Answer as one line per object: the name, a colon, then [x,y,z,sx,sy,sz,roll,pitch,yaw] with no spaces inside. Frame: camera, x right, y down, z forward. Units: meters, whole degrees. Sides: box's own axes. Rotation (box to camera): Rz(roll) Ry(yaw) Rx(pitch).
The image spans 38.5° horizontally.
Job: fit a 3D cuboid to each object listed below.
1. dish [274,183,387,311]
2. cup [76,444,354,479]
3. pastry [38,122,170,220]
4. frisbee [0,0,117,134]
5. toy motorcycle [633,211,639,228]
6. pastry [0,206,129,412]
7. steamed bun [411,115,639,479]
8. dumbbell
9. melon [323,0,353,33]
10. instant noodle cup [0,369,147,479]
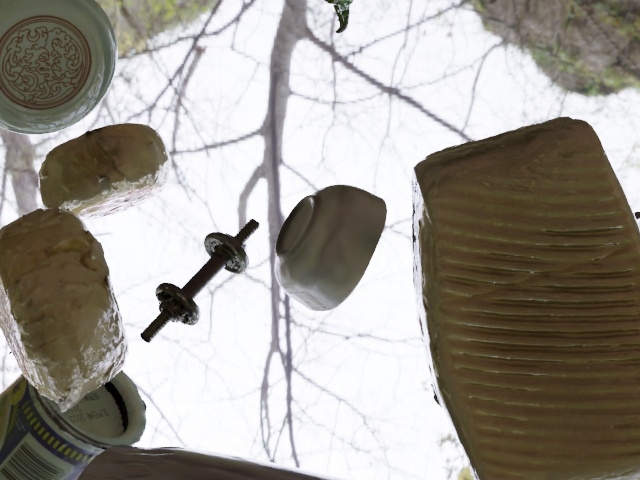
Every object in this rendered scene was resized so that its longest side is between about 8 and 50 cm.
dish: [0.000,0.000,1.662,0.117,0.256,0.256,30,-131,-20]
cup: [-0.120,0.390,1.144,0.371,0.253,0.253,9,-130,23]
pastry: [-0.396,-0.121,1.683,0.265,0.265,0.133,-18,-93,-19]
frisbee: [-0.190,-0.123,0.625,0.110,0.110,0.014,-23,-139,-22]
toy motorcycle: [0.390,0.031,1.467,0.341,0.223,0.108,8,-164,-16]
pastry: [-0.212,0.052,0.734,0.088,0.166,0.166,-23,-122,-23]
steamed bun: [0.226,0.074,1.000,0.247,0.236,0.383,-14,-92,3]
dumbbell: [-0.173,0.055,1.342,0.081,0.081,0.254,32,-121,18]
melon: [-0.024,-0.221,0.597,0.053,0.262,0.114,24,-102,34]
instant noodle cup: [-0.432,0.328,1.395,0.284,0.312,0.284,36,-158,-17]
